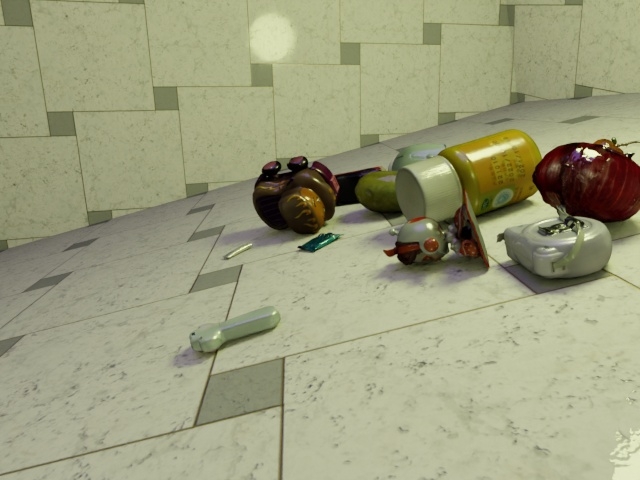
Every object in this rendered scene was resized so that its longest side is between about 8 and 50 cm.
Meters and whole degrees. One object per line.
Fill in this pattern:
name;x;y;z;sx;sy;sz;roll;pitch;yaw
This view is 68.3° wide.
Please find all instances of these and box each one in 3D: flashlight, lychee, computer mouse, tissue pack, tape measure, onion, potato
flashlight;-0.182;0.193;1.029;0.201;0.047;0.093;-16;17;-16
lychee;0.930;-0.277;1.519;0.140;0.101;0.114;-27;49;3
computer mouse;0.340;-0.278;1.657;0.231;0.079;0.127;-4;62;51
tissue pack;0.000;0.000;1.530;0.138;0.027;0.085;-31;23;-34
tape measure;0.496;0.002;0.980;0.178;0.105;0.196;-15;16;-5
onion;0.618;-0.116;1.111;0.252;0.219;0.252;28;3;-2
potato;0.232;-0.170;1.663;0.229;0.148;0.197;7;7;17

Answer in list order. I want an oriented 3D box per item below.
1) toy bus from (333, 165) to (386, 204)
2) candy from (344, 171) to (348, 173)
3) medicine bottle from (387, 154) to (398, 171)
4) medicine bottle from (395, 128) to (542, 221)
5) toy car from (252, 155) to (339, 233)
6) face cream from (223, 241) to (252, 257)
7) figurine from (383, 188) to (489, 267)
toy bus;0.132;-0.225;1.973;0.303;0.127;0.147;-7;13;28
candy;0.143;-0.284;2.297;0.058;0.062;0.194;27;15;-21
medicine bottle;0.396;-0.257;1.791;0.165;0.165;0.273;-23;17;-26
medicine bottle;0.435;-0.179;1.402;0.385;0.224;0.224;-17;17;-13
toy car;-0.103;-0.137;1.731;0.341;0.271;0.240;-9;38;26
face cream;-0.291;0.036;1.660;0.115;0.020;0.038;-29;23;-36
figurine;0.267;-0.001;1.142;0.226;0.160;0.183;-18;14;20
